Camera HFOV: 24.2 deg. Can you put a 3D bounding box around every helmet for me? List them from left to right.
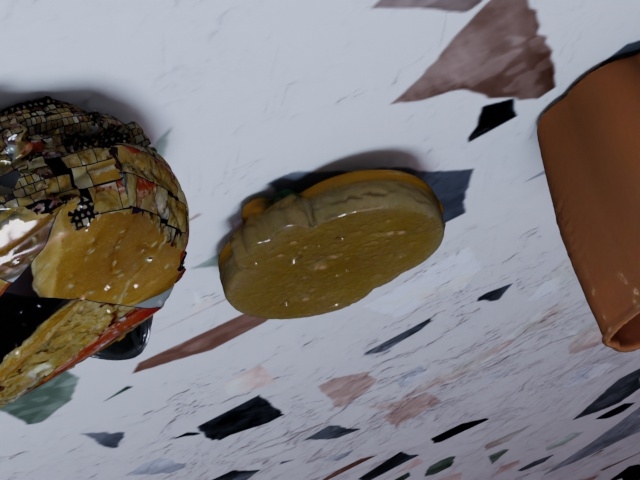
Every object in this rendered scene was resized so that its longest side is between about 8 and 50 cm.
[{"bbox_3d":[-0.139,0.034,0.975,0.065,0.049,0.084,4,133,10],"label":"helmet"}]

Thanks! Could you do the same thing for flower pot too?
[{"bbox_3d":[0.251,-0.037,1.068,0.190,0.173,0.190,-21,160,-8],"label":"flower pot"}]

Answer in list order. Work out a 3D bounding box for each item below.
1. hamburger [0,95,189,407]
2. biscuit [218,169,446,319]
[{"bbox_3d":[-0.176,0.017,0.815,0.231,0.107,0.231,-24,154,-13],"label":"hamburger"},{"bbox_3d":[-0.001,-0.003,1.047,0.170,0.050,0.170,-15,155,-7],"label":"biscuit"}]
